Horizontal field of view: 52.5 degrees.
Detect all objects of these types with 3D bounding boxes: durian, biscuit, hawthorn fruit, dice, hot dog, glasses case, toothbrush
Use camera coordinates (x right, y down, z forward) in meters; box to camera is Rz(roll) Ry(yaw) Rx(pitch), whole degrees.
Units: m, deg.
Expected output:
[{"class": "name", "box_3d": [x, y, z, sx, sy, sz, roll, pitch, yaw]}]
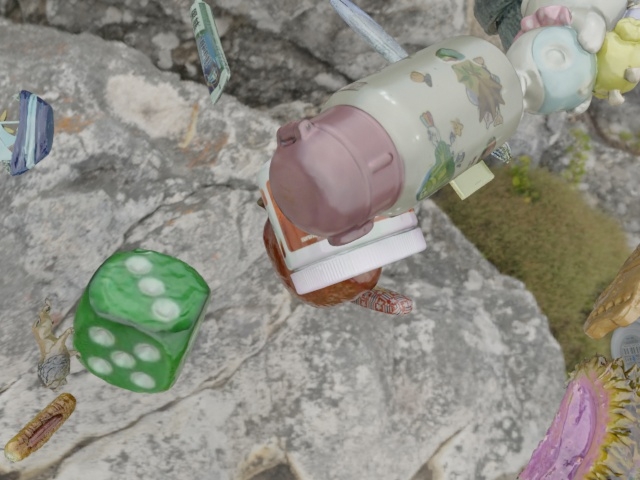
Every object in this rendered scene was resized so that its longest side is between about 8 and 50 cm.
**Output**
[{"class": "durian", "box_3d": [0.319, 0.290, 0.707, 0.191, 0.112, 0.341, 34, 68, 5]}, {"class": "biscuit", "box_3d": [0.363, 0.038, 0.739, 0.027, 0.133, 0.184, 41, 76, 9]}, {"class": "hawthorn fruit", "box_3d": [0.017, 0.003, 1.489, 0.295, 0.295, 0.311, -50, 129, -35]}, {"class": "dice", "box_3d": [-0.484, 0.219, 1.780, 0.299, 0.287, 0.297, 20, 38, -3]}, {"class": "hot dog", "box_3d": [-0.634, 0.430, 1.496, 0.216, 0.047, 0.066, -48, 129, -62]}, {"class": "glasses case", "box_3d": [0.139, 0.142, 1.629, 0.073, 0.194, 0.049, -11, 108, -46]}, {"class": "toothbrush", "box_3d": [0.171, -0.271, 1.089, 0.413, 0.035, 0.042, 40, 19, -8]}]

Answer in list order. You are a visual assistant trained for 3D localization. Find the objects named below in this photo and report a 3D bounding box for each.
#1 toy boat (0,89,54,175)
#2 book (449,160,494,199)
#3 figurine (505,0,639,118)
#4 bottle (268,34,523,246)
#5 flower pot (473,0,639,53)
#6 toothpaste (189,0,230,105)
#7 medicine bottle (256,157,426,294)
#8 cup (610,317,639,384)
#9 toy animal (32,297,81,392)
[{"class": "toy boat", "box_3d": [-0.761, -0.243, 1.468, 0.290, 0.067, 0.221, -2, 71, -6]}, {"class": "book", "box_3d": [0.240, -0.134, 1.116, 0.077, 0.014, 0.111, -34, 85, -22]}, {"class": "figurine", "box_3d": [0.275, -0.197, 0.727, 0.155, 0.127, 0.236, 24, 59, 11]}, {"class": "bottle", "box_3d": [0.064, -0.087, 0.558, 0.253, 0.120, 0.120, -34, 98, -36]}, {"class": "flower pot", "box_3d": [0.428, -0.439, 1.220, 0.299, 0.299, 0.283, -20, 86, -38]}, {"class": "toothpaste", "box_3d": [-0.285, -0.501, 1.654, 0.061, 0.099, 0.392, 9, 45, -32]}, {"class": "medicine bottle", "box_3d": [0.036, -0.054, 1.173, 0.252, 0.252, 0.241, -17, 85, -38]}, {"class": "cup", "box_3d": [0.479, 0.139, 0.909, 0.133, 0.136, 0.099, -8, 122, -18]}, {"class": "toy animal", "box_3d": [-0.530, 0.197, 1.304, 0.086, 0.069, 0.220, -5, 46, -27]}]
